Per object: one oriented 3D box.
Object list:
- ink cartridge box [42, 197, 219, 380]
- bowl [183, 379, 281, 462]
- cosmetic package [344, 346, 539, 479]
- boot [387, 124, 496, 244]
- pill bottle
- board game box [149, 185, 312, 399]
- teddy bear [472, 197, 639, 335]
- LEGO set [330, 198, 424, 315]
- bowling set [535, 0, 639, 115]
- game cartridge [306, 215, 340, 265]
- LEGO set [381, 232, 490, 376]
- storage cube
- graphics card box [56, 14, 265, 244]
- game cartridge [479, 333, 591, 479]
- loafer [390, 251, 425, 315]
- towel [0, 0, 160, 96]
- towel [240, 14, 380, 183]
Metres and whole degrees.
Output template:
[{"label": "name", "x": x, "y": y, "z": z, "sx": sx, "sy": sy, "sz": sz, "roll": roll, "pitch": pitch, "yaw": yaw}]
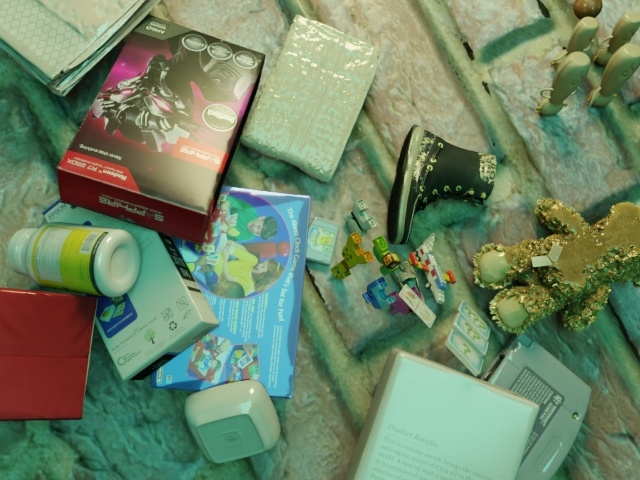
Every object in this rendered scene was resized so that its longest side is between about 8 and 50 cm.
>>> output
[{"label": "ink cartridge box", "x": -0.312, "y": 0.042, "z": 1.050, "sx": 0.165, "sy": 0.065, "sz": 0.333, "roll": -35, "pitch": 72, "yaw": 9}, {"label": "bowl", "x": -0.143, "y": 0.302, "z": 1.047, "sx": 0.142, "sy": 0.053, "sz": 0.142, "roll": -14, "pitch": 119, "yaw": 5}, {"label": "cosmetic package", "x": 0.147, "y": 0.424, "z": 1.027, "sx": 0.230, "sy": 0.161, "sz": 0.453, "roll": 21, "pitch": 85, "yaw": 3}, {"label": "boot", "x": 0.224, "y": -0.086, "z": 1.187, "sx": 0.178, "sy": 0.085, "sz": 0.236, "roll": 16, "pitch": 69, "yaw": -7}, {"label": "pill bottle", "x": -0.376, "y": 0.026, "z": 0.986, "sx": 0.184, "sy": 0.103, "sz": 0.103, "roll": 6, "pitch": 79, "yaw": 20}, {"label": "board game box", "x": -0.149, "y": 0.084, "z": 1.112, "sx": 0.233, "sy": 0.078, "sz": 0.347, "roll": 7, "pitch": 80, "yaw": -8}, {"label": "teddy bear", "x": 0.449, "y": 0.049, "z": 1.205, "sx": 0.338, "sy": 0.113, "sz": 0.245, "roll": -36, "pitch": 71, "yaw": -11}, {"label": "LEGO set", "x": 0.079, "y": 0.053, "z": 1.157, "sx": 0.087, "sy": 0.093, "sz": 0.227, "roll": -21, "pitch": 79, "yaw": -43}, {"label": "bowling set", "x": 0.552, "y": -0.372, "z": 1.280, "sx": 0.287, "sy": 0.154, "sz": 0.200, "roll": -6, "pitch": 64, "yaw": -8}, {"label": "game cartridge", "x": 0.000, "y": 0.000, "z": 1.181, "sx": 0.056, "sy": 0.017, "sz": 0.083, "roll": 14, "pitch": 79, "yaw": -3}, {"label": "LEGO set", "x": 0.214, "y": 0.094, "z": 1.125, "sx": 0.244, "sy": 0.182, "sz": 0.060, "roll": 47, "pitch": 118, "yaw": 2}, {"label": "storage cube", "x": -0.463, "y": 0.162, "z": 0.964, "sx": 0.193, "sy": 0.215, "sz": 0.184, "roll": 9, "pitch": 81, "yaw": -33}, {"label": "graphics card box", "x": -0.247, "y": -0.195, "z": 1.071, "sx": 0.232, "sy": 0.094, "sz": 0.371, "roll": 18, "pitch": 56, "yaw": -5}, {"label": "game cartridge", "x": 0.348, "y": 0.338, "z": 1.164, "sx": 0.196, "sy": 0.060, "sz": 0.294, "roll": 40, "pitch": 78, "yaw": 2}, {"label": "loafer", "x": 0.162, "y": 0.077, "z": 1.181, "sx": 0.045, "sy": 0.039, "sz": 0.125, "roll": -22, "pitch": 85, "yaw": -11}, {"label": "towel", "x": -0.451, "y": -0.449, "z": 1.116, "sx": 0.332, "sy": 0.053, "sz": 0.317, "roll": 37, "pitch": 78, "yaw": 15}, {"label": "towel", "x": -0.015, "y": -0.266, "z": 1.205, "sx": 0.187, "sy": 0.049, "sz": 0.282, "roll": 24, "pitch": 79, "yaw": -3}]
